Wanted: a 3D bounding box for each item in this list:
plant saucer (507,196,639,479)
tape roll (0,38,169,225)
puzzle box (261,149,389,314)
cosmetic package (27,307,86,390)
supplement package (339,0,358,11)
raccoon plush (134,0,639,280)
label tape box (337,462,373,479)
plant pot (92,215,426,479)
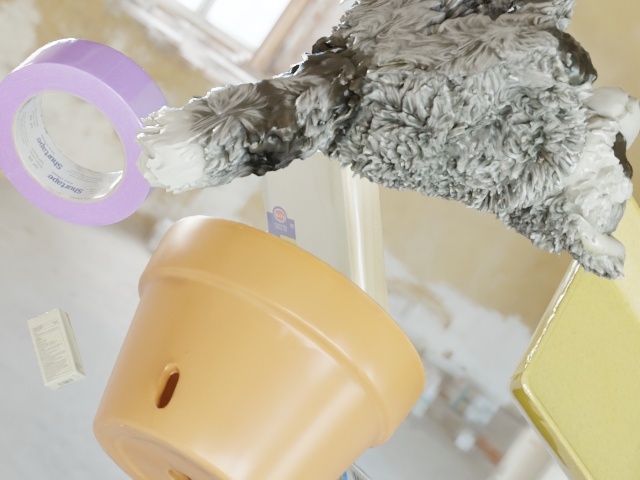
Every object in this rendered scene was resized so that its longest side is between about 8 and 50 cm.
[{"bbox_3d":[0.344,0.169,1.800,0.081,0.333,0.333,-15,-60,44],"label":"plant saucer"},{"bbox_3d":[-0.359,-0.160,2.350,0.274,0.275,0.090,34,38,0],"label":"tape roll"},{"bbox_3d":[0.000,0.000,2.186,0.052,0.272,0.409,-8,8,-16],"label":"puzzle box"},{"bbox_3d":[-0.417,0.172,2.469,0.041,0.060,0.115,48,22,-66],"label":"cosmetic package"},{"bbox_3d":[0.139,-0.342,2.042,0.149,0.194,0.203,54,20,-32],"label":"supplement package"},{"bbox_3d":[0.080,-0.067,1.404,0.216,0.446,0.299,-101,176,-52],"label":"raccoon plush"},{"bbox_3d":[-0.032,0.493,2.304,0.249,0.347,0.115,45,14,-32],"label":"label tape box"},{"bbox_3d":[-0.074,0.146,1.460,0.291,0.203,0.291,26,-26,14],"label":"plant pot"}]
